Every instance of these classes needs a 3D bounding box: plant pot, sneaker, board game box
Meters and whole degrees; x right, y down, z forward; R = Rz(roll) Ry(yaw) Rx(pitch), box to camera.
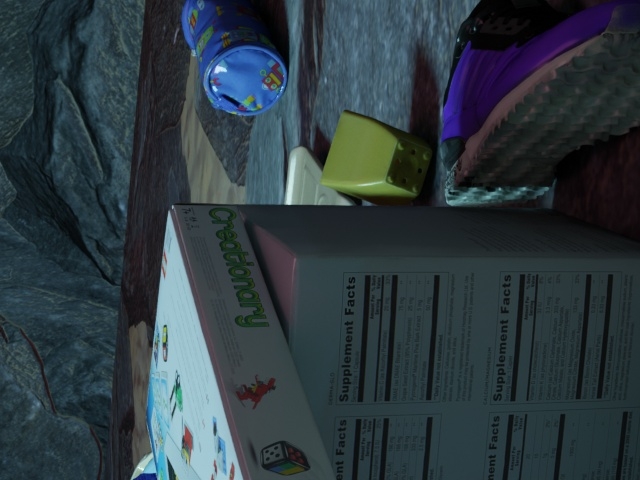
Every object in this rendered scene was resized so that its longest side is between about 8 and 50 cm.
[{"bbox_3d":[0.065,-0.078,1.247,0.083,0.081,0.081,17,89,54],"label":"plant pot"},{"bbox_3d":[0.153,-0.132,0.916,0.293,0.102,0.146,133,135,-67],"label":"sneaker"},{"bbox_3d":[-0.059,0.135,0.779,0.305,0.053,0.193,-114,29,-54],"label":"board game box"}]

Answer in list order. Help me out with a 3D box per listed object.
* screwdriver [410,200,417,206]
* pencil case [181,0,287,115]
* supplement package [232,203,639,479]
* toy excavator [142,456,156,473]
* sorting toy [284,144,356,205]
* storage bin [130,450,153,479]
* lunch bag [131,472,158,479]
[{"bbox_3d":[0.090,-0.043,1.274,0.024,0.025,0.170,107,156,-45],"label":"screwdriver"},{"bbox_3d":[-0.141,-0.295,1.906,0.133,0.119,0.306,-52,29,16],"label":"pencil case"},{"bbox_3d":[0.078,0.086,0.879,0.199,0.263,0.198,-145,57,-71],"label":"supplement package"},{"bbox_3d":[-0.027,0.207,1.180,0.222,0.433,0.445,-42,-52,-53],"label":"toy excavator"},{"bbox_3d":[0.000,0.000,1.579,0.208,0.038,0.193,-129,42,-59],"label":"sorting toy"},{"bbox_3d":[-0.131,0.412,1.472,0.260,0.262,0.123,-68,13,-21],"label":"storage bin"},{"bbox_3d":[0.013,0.361,0.881,0.239,0.385,0.328,-41,34,13],"label":"lunch bag"}]
